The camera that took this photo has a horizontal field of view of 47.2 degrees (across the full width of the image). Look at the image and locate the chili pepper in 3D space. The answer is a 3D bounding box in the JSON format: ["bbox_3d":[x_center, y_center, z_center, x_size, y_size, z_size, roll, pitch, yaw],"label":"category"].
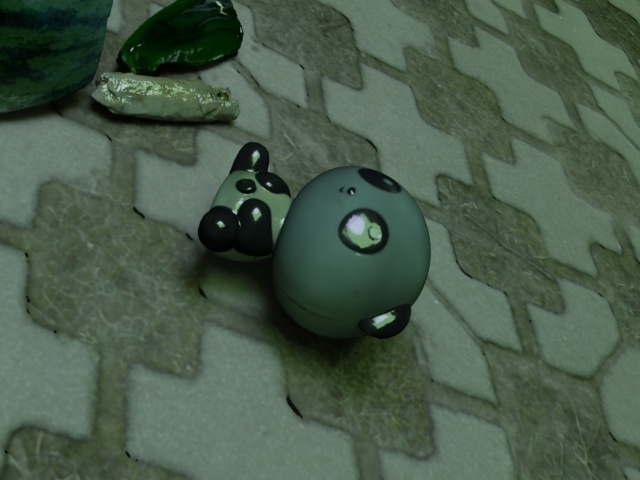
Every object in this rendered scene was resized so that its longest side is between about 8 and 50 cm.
[{"bbox_3d":[-0.182,-0.266,0.961,0.108,0.062,0.216,40,49,2],"label":"chili pepper"}]

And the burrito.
[{"bbox_3d":[-0.188,-0.176,0.900,0.188,0.045,0.058,-3,59,-31],"label":"burrito"}]

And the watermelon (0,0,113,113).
[{"bbox_3d":[-0.320,-0.306,0.776,0.222,0.292,0.319,22,40,-9],"label":"watermelon"}]

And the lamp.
[{"bbox_3d":[0.000,0.000,0.795,0.244,0.197,0.197,22,49,-3],"label":"lamp"}]
